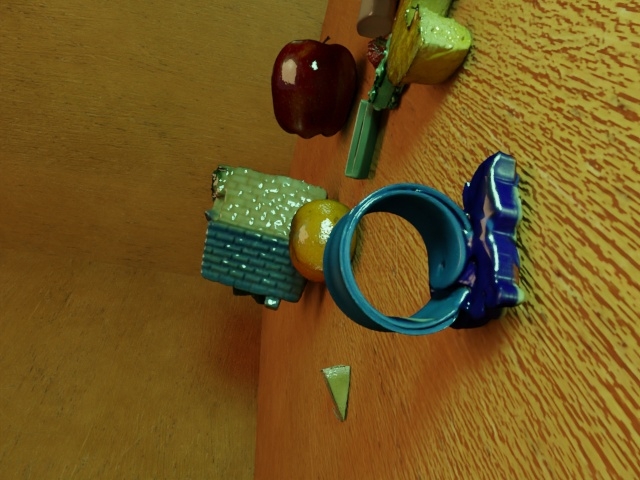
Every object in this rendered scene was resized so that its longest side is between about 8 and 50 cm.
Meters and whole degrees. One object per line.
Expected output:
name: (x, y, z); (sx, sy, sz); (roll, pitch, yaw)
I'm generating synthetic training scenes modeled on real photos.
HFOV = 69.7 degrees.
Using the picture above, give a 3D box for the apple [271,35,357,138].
apple: (-0.022, -0.492, 1.482); (0.288, 0.288, 0.317); (-102, 16, -62)

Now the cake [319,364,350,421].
cake: (0.045, 0.341, 1.028); (0.052, 0.065, 0.121); (130, 125, -69)

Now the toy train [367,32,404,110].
toy train: (0.155, -0.364, 0.985); (0.178, 0.071, 0.104); (113, 174, -54)

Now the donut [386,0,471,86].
donut: (0.171, -0.349, 0.791); (0.152, 0.101, 0.259); (115, 161, -56)

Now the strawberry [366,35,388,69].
strawberry: (0.146, -0.442, 1.108); (0.083, 0.073, 0.073); (91, 179, -49)

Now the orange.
orange: (0.000, 0.000, 1.184); (0.224, 0.170, 0.224); (-169, 90, -81)

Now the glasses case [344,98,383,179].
glasses case: (0.105, -0.241, 1.111); (0.078, 0.039, 0.184); (-19, -56, -65)

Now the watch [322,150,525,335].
watch: (0.110, 0.015, 0.534); (0.171, 0.200, 0.196); (119, 155, -69)

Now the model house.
model house: (-0.211, 0.037, 1.575); (0.445, 0.395, 0.400); (101, -179, -69)

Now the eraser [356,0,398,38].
eraser: (0.160, -0.665, 1.143); (0.174, 0.095, 0.270); (-113, 35, -82)
